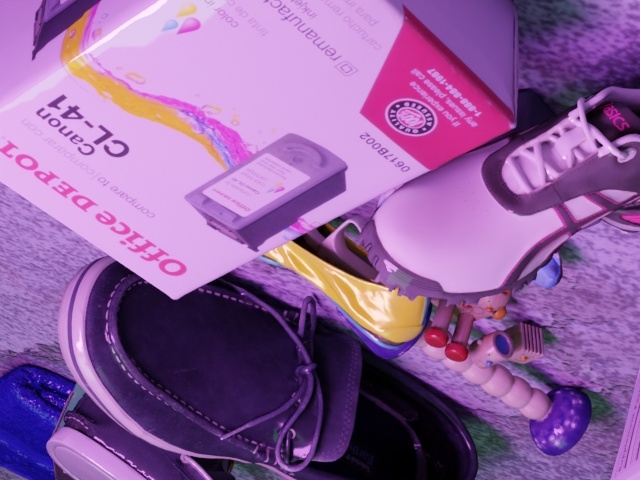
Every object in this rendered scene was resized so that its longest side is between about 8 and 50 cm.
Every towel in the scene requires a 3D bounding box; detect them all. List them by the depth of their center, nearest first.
[{"bbox_3d":[-0.349,0.264,2.193,0.227,0.076,0.308,27,154,-15],"label":"towel"}]

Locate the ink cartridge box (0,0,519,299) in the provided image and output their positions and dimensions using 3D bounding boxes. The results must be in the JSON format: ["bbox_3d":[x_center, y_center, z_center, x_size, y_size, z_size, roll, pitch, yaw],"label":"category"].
[{"bbox_3d":[-0.056,-0.113,1.086,0.306,0.131,0.226,-29,131,31],"label":"ink cartridge box"}]

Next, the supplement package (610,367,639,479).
[{"bbox_3d":[0.365,0.098,1.207,0.199,0.198,0.263,22,154,-4],"label":"supplement package"}]

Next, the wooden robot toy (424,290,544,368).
[{"bbox_3d":[0.142,0.062,1.455,0.173,0.076,0.079,34,140,-26],"label":"wooden robot toy"}]

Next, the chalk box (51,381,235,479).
[{"bbox_3d":[-0.179,0.198,1.827,0.180,0.179,0.289,20,153,2],"label":"chalk box"}]

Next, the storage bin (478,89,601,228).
[{"bbox_3d":[0.143,-0.045,1.224,0.091,0.098,0.135,-19,135,39],"label":"storage bin"}]

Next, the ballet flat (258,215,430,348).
[{"bbox_3d":[0.000,0.000,1.419,0.231,0.077,0.077,35,123,17],"label":"ballet flat"}]

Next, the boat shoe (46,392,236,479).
[{"bbox_3d":[-0.126,0.255,1.658,0.302,0.091,0.114,40,152,-10],"label":"boat shoe"}]

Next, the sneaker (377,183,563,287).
[{"bbox_3d":[0.118,0.013,1.366,0.162,0.073,0.063,17,154,8],"label":"sneaker"}]

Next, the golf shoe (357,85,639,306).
[{"bbox_3d":[0.150,-0.047,1.092,0.273,0.105,0.120,-20,150,-20],"label":"golf shoe"}]

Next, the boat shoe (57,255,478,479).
[{"bbox_3d":[-0.036,0.146,1.628,0.500,0.187,0.156,33,147,-34],"label":"boat shoe"}]

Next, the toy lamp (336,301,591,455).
[{"bbox_3d":[0.130,0.111,1.543,0.274,0.080,0.080,34,151,-24],"label":"toy lamp"}]
